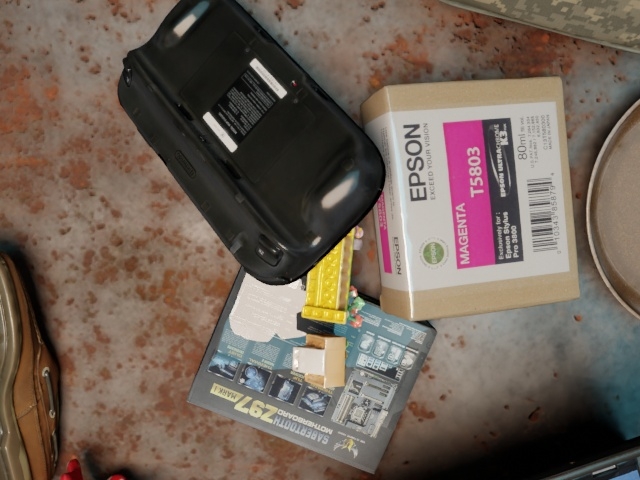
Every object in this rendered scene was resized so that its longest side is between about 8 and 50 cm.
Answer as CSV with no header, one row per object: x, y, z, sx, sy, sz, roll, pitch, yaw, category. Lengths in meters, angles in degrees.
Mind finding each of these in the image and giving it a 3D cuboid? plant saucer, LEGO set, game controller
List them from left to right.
-0.080,-0.112,0.570,0.166,0.067,0.319,-42,68,4,game controller
0.000,0.000,0.605,0.132,0.107,0.287,-34,71,23,LEGO set
0.446,-0.041,0.661,0.311,0.050,0.310,0,98,-1,plant saucer

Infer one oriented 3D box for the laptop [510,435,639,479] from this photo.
0.225,0.386,0.623,0.382,0.408,0.236,-20,63,1,laptop

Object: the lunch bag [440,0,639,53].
0.260,-0.350,0.539,0.305,0.212,0.255,13,71,-2,lunch bag

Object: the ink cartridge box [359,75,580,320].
0.155,-0.044,0.610,0.193,0.088,0.234,-7,92,-12,ink cartridge box

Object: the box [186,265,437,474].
-0.010,0.136,0.667,0.233,0.059,0.183,22,94,-3,box

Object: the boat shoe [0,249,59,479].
-0.355,0.151,0.644,0.111,0.104,0.307,3,99,7,boat shoe

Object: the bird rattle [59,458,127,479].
-0.290,0.373,0.636,0.207,0.143,0.253,-15,76,38,bird rattle
